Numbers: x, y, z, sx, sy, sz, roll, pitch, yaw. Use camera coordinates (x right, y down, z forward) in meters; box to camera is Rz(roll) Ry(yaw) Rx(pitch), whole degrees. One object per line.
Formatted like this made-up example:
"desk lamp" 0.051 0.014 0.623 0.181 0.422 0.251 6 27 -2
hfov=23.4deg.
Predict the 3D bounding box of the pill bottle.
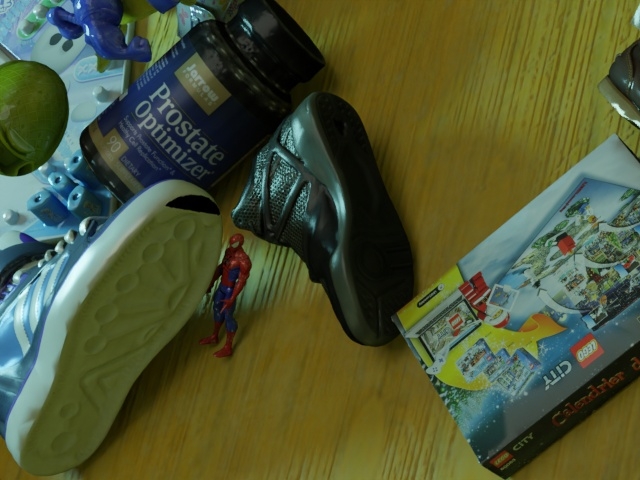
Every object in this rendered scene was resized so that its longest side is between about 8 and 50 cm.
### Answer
"pill bottle" -0.106 -0.124 1.427 0.219 0.123 0.123 -42 51 12

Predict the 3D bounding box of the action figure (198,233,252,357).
"action figure" -0.082 0.046 1.352 0.038 0.030 0.115 39 122 45

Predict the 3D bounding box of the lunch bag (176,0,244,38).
"lunch bag" -0.102 -0.226 1.522 0.071 0.053 0.083 34 98 42

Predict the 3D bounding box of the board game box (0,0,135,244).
"board game box" -0.384 -0.164 1.645 0.390 0.050 0.390 -9 62 21

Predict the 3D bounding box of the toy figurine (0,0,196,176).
"toy figurine" -0.204 -0.250 1.430 0.217 0.191 0.362 -18 34 43

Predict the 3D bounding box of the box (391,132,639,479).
"box" 0.184 0.050 1.188 0.233 0.044 0.159 -40 51 12

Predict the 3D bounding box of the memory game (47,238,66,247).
"memory game" -0.321 -0.014 1.595 0.186 0.012 0.186 -16 59 29

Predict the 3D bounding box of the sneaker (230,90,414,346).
"sneaker" 0.000 0.000 1.322 0.130 0.087 0.227 -37 63 39

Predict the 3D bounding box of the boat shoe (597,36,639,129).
"boat shoe" 0.285 -0.084 1.162 0.073 0.073 0.207 -49 48 20

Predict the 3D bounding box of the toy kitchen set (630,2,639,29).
"toy kitchen set" 0.310 -0.183 1.224 0.083 0.068 0.075 47 126 40

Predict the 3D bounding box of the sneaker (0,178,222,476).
"sneaker" -0.235 0.028 1.407 0.236 0.130 0.322 50 118 40
